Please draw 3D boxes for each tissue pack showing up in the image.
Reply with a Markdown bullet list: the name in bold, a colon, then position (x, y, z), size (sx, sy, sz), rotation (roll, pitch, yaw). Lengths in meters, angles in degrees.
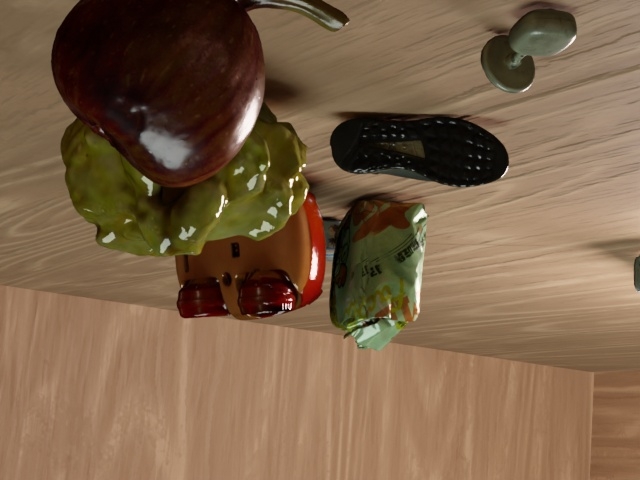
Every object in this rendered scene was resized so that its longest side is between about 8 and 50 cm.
- **tissue pack**: position (0.000, 0.000, 2.093), size (0.094, 0.058, 0.074), rotation (0, 166, 21)

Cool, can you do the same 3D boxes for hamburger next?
- **hamburger**: position (0.073, 0.050, 1.941), size (0.125, 0.214, 0.235), rotation (19, 172, -14)

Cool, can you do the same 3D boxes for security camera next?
- **security camera**: position (0.179, -0.168, 1.151), size (0.058, 0.058, 0.092), rotation (9, 157, -23)

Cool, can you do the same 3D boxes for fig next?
- **fig**: position (-0.108, -0.158, 1.104), size (0.175, 0.207, 0.175), rotation (40, 179, 1)

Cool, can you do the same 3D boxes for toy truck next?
- **toy truck**: position (-0.072, 0.013, 1.887), size (0.265, 0.189, 0.239), rotation (-7, 175, 43)

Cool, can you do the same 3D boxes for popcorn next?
- **popcorn**: position (-0.140, -0.076, 1.410), size (0.256, 0.195, 0.255), rotation (7, 179, -13)

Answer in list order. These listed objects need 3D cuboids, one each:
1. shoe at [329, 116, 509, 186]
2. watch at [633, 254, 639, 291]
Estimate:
- **shoe**: position (0.110, -0.099, 1.498), size (0.194, 0.074, 0.077), rotation (5, -178, 9)
- **watch**: position (0.605, 0.059, 2.183), size (0.274, 0.068, 0.276), rotation (5, 171, -30)
